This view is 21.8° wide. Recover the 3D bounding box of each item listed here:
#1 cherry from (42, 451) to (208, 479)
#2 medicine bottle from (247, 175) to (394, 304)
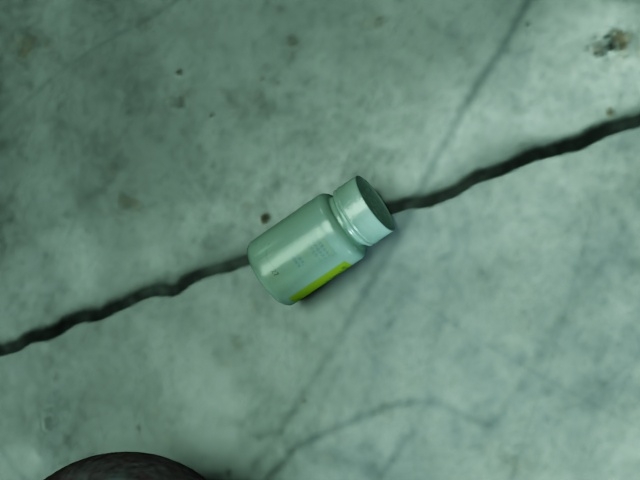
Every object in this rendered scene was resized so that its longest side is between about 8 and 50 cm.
[{"bbox_3d":[-0.122,0.203,0.976,0.176,0.140,0.176,0,89,37],"label":"cherry"},{"bbox_3d":[0.000,0.000,1.006,0.083,0.047,0.047,-33,69,16],"label":"medicine bottle"}]
